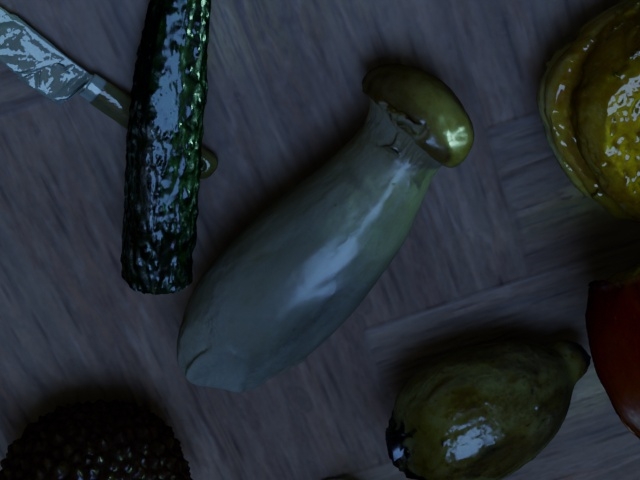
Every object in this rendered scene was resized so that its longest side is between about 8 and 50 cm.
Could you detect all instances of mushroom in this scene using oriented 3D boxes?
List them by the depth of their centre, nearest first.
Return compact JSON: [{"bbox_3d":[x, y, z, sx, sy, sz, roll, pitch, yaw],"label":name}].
[{"bbox_3d":[0.000,0.000,1.302,0.128,0.128,0.350,29,112,-22],"label":"mushroom"}]

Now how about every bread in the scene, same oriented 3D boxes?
[{"bbox_3d":[0.304,-0.121,1.256,0.236,0.120,0.198,-30,116,11],"label":"bread"}]

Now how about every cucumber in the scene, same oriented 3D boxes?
[{"bbox_3d":[-0.127,-0.098,1.242,0.067,0.067,0.294,3,112,-8],"label":"cucumber"}]

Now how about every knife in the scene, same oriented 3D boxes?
[{"bbox_3d":[-0.210,-0.132,1.255,0.298,0.017,0.047,35,116,-25],"label":"knife"}]

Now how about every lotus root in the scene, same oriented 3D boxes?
[{"bbox_3d":[0.160,0.157,1.421,0.214,0.138,0.138,-31,121,0],"label":"lotus root"}]

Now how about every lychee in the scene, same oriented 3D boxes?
[{"bbox_3d":[-0.206,0.237,1.399,0.188,0.188,0.188,-3,122,-4],"label":"lychee"}]

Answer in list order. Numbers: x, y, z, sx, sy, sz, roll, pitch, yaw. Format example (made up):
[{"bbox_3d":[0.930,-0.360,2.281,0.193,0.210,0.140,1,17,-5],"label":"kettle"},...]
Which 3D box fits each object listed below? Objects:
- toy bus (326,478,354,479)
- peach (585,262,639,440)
[{"bbox_3d":[0.027,0.282,1.495,0.052,0.102,0.058,9,114,-12],"label":"toy bus"},{"bbox_3d":[0.359,0.053,1.262,0.281,0.281,0.338,-13,139,2],"label":"peach"}]
